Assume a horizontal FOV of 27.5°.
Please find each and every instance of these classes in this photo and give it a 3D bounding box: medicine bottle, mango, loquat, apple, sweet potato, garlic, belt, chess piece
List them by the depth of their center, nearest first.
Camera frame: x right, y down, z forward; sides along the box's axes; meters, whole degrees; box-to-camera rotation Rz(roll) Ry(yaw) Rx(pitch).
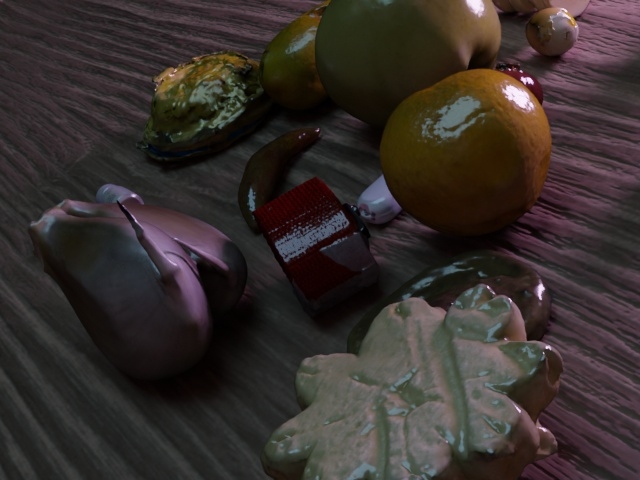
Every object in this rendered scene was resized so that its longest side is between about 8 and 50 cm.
[{"bbox_3d":[0.178,-0.106,1.579,0.208,0.208,0.208,-20,30,12],"label":"loquat"},{"bbox_3d":[-0.190,0.033,1.624,0.231,0.246,0.340,-29,11,-28],"label":"garlic"},{"bbox_3d":[0.000,0.000,1.627,0.124,0.128,0.201,-29,28,-3],"label":"belt"},{"bbox_3d":[0.124,-0.282,1.869,0.262,0.262,0.262,-20,30,12],"label":"apple"},{"bbox_3d":[-0.076,-0.102,1.931,0.078,0.058,0.255,5,37,19],"label":"sweet potato"},{"bbox_3d":[0.336,-0.389,2.039,0.094,0.094,0.170,-39,23,-20],"label":"chess piece"},{"bbox_3d":[-0.317,-0.058,2.056,0.052,0.052,0.089,-37,31,-18],"label":"medicine bottle"},{"bbox_3d":[0.005,-0.314,2.116,0.167,0.130,0.262,-33,12,50],"label":"mango"}]

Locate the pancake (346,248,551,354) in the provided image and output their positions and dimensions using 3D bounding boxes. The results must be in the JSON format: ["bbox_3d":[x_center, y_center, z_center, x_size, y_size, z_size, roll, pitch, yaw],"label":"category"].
[{"bbox_3d":[0.140,0.081,1.462,0.242,0.050,0.242,-19,30,11],"label":"pancake"}]

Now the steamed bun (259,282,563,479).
[{"bbox_3d":[0.090,0.185,1.253,0.292,0.137,0.295,3,47,41],"label":"steamed bun"}]

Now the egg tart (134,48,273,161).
[{"bbox_3d":[-0.199,-0.242,2.203,0.290,0.107,0.291,-20,29,12],"label":"egg tart"}]

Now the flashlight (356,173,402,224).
[{"bbox_3d":[0.126,-0.091,1.757,0.200,0.047,0.093,-45,33,-25],"label":"flashlight"}]

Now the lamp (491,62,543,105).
[{"bbox_3d":[0.253,-0.197,1.781,0.101,0.090,0.101,1,7,0],"label":"lamp"}]

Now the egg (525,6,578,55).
[{"bbox_3d":[0.335,-0.304,1.906,0.071,0.071,0.083,-30,23,-6],"label":"egg"}]
